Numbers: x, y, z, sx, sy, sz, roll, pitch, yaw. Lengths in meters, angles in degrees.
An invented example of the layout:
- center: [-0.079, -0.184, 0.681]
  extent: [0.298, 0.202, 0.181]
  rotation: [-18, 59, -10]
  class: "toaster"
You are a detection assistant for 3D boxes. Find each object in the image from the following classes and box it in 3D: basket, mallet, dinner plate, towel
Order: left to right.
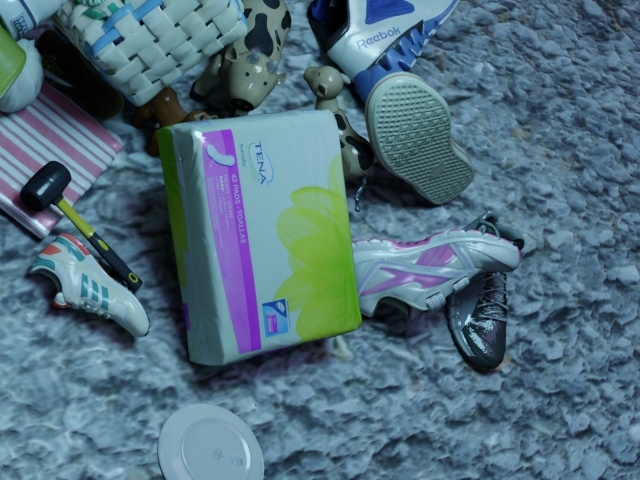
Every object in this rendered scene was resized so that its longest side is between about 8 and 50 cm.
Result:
- center: [-0.349, -0.103, 1.684]
  extent: [0.144, 0.029, 0.197]
  rotation: [39, 49, -7]
  class: "towel"
- center: [-0.280, -0.018, 1.648]
  extent: [0.189, 0.039, 0.062]
  rotation: [44, 53, -22]
  class: "mallet"
- center: [-0.234, -0.338, 1.701]
  extent: [0.289, 0.255, 0.201]
  rotation: [55, 3, 37]
  class: "basket"
- center: [-0.126, 0.256, 1.608]
  extent: [0.141, 0.017, 0.141]
  rotation: [18, 53, -26]
  class: "dinner plate"

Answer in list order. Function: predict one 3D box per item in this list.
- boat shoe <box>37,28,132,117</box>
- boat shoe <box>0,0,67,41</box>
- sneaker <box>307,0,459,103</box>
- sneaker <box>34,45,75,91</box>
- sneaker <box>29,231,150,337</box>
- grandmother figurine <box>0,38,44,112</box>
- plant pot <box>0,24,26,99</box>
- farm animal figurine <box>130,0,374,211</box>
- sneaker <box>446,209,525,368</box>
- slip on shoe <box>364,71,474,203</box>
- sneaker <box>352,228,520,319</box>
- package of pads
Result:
- center: [-0.309, -0.217, 1.773]
  extent: [0.152, 0.056, 0.049]
  rotation: [47, 19, 11]
  class: "boat shoe"
- center: [-0.409, -0.414, 1.587]
  extent: [0.156, 0.136, 0.367]
  rotation: [-37, 80, -16]
  class: "boat shoe"
- center: [0.090, -0.359, 2.091]
  extent: [0.182, 0.127, 0.315]
  rotation: [41, 48, -9]
  class: "sneaker"
- center: [-0.348, -0.223, 1.743]
  extent: [0.083, 0.031, 0.035]
  rotation: [31, 73, 1]
  class: "sneaker"
- center: [-0.277, 0.068, 1.609]
  extent: [0.161, 0.057, 0.075]
  rotation: [47, 63, -2]
  class: "sneaker"
- center: [-0.461, -0.302, 1.670]
  extent: [0.208, 0.104, 0.342]
  rotation: [-39, 84, -11]
  class: "grandmother figurine"
- center: [-0.524, -0.230, 1.457]
  extent: [0.353, 0.366, 0.366]
  rotation: [44, 45, -20]
  class: "plant pot"
- center: [-0.080, -0.217, 1.845]
  extent: [0.330, 0.172, 0.327]
  rotation: [11, 55, -29]
  class: "farm animal figurine"
- center: [0.242, 0.057, 1.917]
  extent: [0.086, 0.132, 0.229]
  rotation: [10, 56, -30]
  class: "sneaker"
- center: [0.129, -0.152, 1.914]
  extent: [0.101, 0.123, 0.331]
  rotation: [54, 6, 27]
  class: "slip on shoe"
- center: [0.149, 0.052, 1.848]
  extent: [0.252, 0.103, 0.111]
  rotation: [-7, 78, 2]
  class: "sneaker"
- center: [-0.068, -0.010, 1.692]
  extent: [0.229, 0.101, 0.296]
  rotation: [-11, 96, -37]
  class: "package of pads"
